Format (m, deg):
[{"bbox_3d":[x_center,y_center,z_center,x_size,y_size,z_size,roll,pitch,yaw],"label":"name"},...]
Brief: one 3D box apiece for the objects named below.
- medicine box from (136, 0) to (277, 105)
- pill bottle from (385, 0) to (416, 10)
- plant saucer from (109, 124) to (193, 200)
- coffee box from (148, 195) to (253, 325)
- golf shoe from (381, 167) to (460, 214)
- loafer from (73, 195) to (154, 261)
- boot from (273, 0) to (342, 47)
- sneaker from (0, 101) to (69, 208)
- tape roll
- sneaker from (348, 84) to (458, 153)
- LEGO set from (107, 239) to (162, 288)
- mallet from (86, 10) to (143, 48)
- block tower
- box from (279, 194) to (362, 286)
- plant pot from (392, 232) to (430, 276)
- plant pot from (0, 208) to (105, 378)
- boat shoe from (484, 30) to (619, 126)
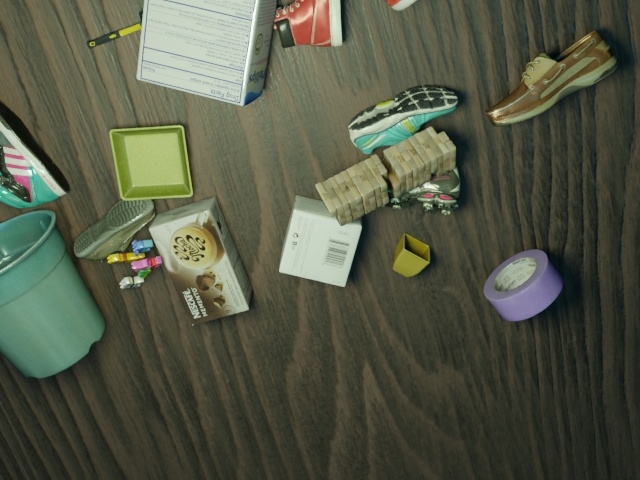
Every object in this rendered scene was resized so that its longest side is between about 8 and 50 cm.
[{"bbox_3d":[-0.254,-0.481,1.672,0.264,0.149,0.289,16,114,8],"label":"medicine box"},{"bbox_3d":[0.117,-0.690,1.568,0.363,0.210,0.210,42,107,-15],"label":"pill bottle"},{"bbox_3d":[-0.425,-0.201,1.874,0.188,0.045,0.188,-3,112,2],"label":"plant saucer"},{"bbox_3d":[-0.307,0.056,1.939,0.168,0.119,0.297,-16,111,8],"label":"coffee box"},{"bbox_3d":[0.219,-0.140,1.872,0.273,0.105,0.120,8,79,9],"label":"golf shoe"},{"bbox_3d":[-0.530,-0.028,1.938,0.251,0.094,0.087,-31,143,12],"label":"loafer"},{"bbox_3d":[-0.040,-0.567,1.694,0.176,0.088,0.244,-1,116,3],"label":"boot"},{"bbox_3d":[-0.793,-0.197,1.848,0.178,0.124,0.295,-32,110,4],"label":"sneaker"},{"bbox_3d":[0.524,0.115,1.909,0.189,0.189,0.080,-37,107,15],"label":"tape roll"},{"bbox_3d":[0.206,-0.296,1.809,0.275,0.107,0.110,-19,131,14],"label":"sneaker"},{"bbox_3d":[-0.497,0.059,1.920,0.093,0.227,0.087,-7,74,-31],"label":"LEGO set"},{"bbox_3d":[-0.468,-0.488,1.763,0.190,0.039,0.062,-23,107,15],"label":"mallet"},{"bbox_3d":[0.159,-0.154,1.784,0.335,0.091,0.097,-26,150,-5],"label":"block tower"},{"bbox_3d":[0.000,0.000,1.910,0.182,0.119,0.181,13,113,-4],"label":"box"},{"bbox_3d":[0.233,0.048,1.949,0.081,0.081,0.083,28,121,-10],"label":"plant pot"},{"bbox_3d":[-0.747,0.153,1.893,0.341,0.341,0.334,-20,118,9],"label":"plant pot"},{"bbox_3d":[0.535,-0.385,1.747,0.324,0.122,0.120,-29,104,4],"label":"boat shoe"}]
